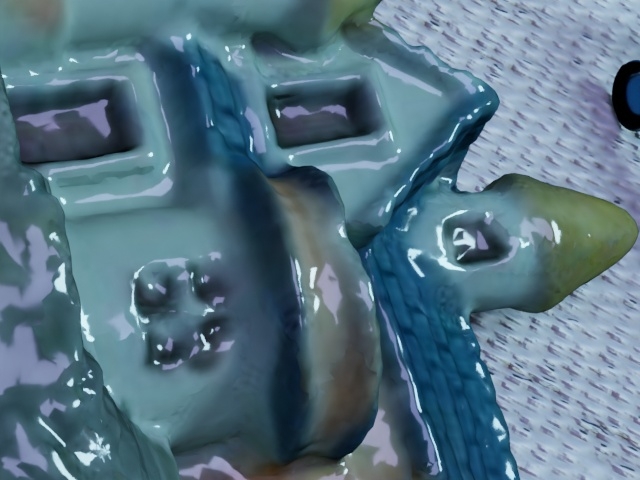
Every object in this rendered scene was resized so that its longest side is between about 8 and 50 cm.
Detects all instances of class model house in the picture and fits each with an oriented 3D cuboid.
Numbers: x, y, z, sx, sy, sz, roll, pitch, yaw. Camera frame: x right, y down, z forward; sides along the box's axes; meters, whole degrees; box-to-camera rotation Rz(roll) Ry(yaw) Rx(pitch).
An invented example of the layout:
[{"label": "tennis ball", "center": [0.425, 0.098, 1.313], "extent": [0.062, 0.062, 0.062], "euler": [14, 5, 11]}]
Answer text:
[{"label": "model house", "center": [0.000, 0.000, 0.543], "extent": [0.324, 0.194, 0.267], "euler": [-9, 69, -20]}]

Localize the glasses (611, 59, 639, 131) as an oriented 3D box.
[{"label": "glasses", "center": [0.272, -0.046, 0.667], "extent": [0.206, 0.102, 0.239], "euler": [-19, 72, -19]}]
